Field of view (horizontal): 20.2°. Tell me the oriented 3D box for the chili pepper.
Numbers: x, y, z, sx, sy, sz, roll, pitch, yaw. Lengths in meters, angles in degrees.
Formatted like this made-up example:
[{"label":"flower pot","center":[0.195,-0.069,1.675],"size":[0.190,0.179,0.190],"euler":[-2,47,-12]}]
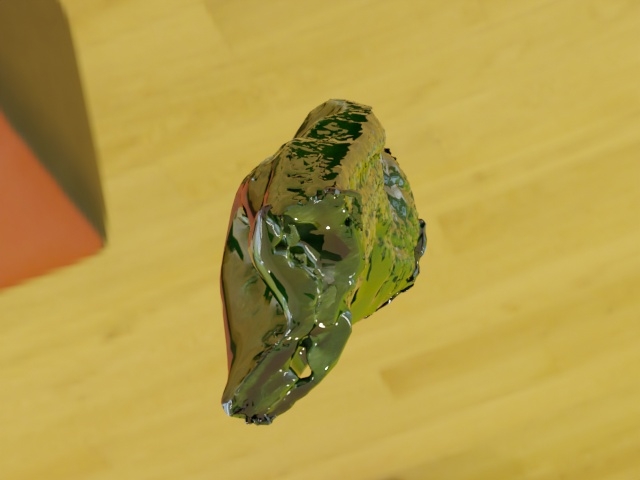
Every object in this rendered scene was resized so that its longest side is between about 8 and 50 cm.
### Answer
[{"label":"chili pepper","center":[-0.002,0.000,0.635],"size":[0.061,0.098,0.224],"euler":[14,-171,10]}]
